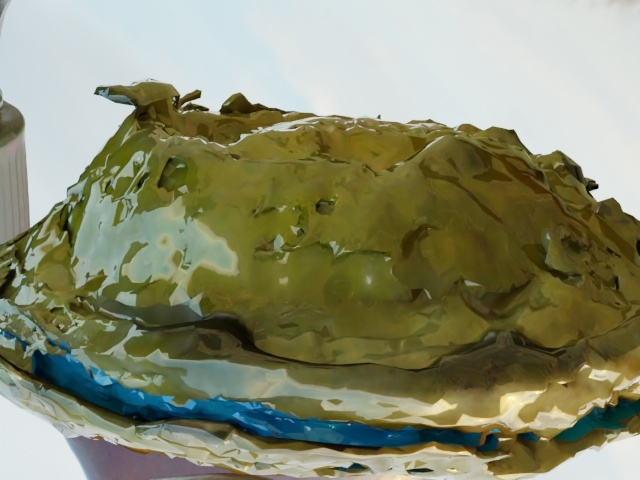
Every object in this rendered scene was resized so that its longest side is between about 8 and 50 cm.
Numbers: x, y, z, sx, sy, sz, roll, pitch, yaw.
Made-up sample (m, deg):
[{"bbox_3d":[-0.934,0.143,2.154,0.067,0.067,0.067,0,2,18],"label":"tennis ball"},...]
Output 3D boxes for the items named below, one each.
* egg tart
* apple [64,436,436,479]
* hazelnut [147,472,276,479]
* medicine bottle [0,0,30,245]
[{"bbox_3d":[0.000,0.000,0.624,0.291,0.107,0.291,3,-168,-1],"label":"egg tart"},{"bbox_3d":[-0.048,0.096,1.461,0.295,0.365,0.328,58,-165,-29],"label":"apple"},{"bbox_3d":[-0.059,0.222,0.937,0.214,0.214,0.176,47,-160,2],"label":"hazelnut"},{"bbox_3d":[-0.245,-0.139,0.914,0.242,0.242,0.395,-67,-25,-73],"label":"medicine bottle"}]
